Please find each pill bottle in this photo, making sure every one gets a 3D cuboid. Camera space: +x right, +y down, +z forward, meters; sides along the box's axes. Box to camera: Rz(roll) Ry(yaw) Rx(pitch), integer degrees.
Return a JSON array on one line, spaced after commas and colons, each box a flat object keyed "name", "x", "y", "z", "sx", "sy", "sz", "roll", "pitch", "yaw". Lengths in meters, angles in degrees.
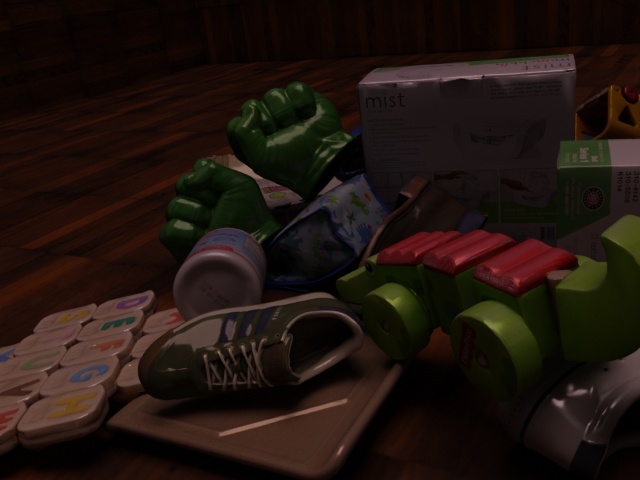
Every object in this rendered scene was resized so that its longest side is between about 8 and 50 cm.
[{"name": "pill bottle", "x": -0.102, "y": 0.035, "z": 0.745, "sx": 0.087, "sy": 0.087, "sz": 0.160, "roll": -7, "pitch": 13, "yaw": 0}]

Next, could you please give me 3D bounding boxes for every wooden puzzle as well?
[{"name": "wooden puzzle", "x": -0.039, "y": 0.131, "z": 0.635, "sx": 0.239, "sy": 0.044, "sz": 0.221, "roll": 0, "pitch": 22, "yaw": 30}]

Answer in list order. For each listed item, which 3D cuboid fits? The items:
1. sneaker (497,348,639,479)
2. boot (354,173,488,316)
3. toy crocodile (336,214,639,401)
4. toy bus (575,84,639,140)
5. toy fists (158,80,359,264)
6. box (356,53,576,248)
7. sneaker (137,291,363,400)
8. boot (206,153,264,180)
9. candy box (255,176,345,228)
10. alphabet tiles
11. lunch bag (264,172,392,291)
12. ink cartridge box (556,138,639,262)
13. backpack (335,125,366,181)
[{"name": "sneaker", "x": 0.258, "y": 0.110, "z": 0.548, "sx": 0.258, "sy": 0.094, "sz": 0.091, "roll": -24, "pitch": 44, "yaw": -26}, {"name": "boot", "x": 0.115, "y": 0.016, "z": 0.804, "sx": 0.106, "sy": 0.082, "sz": 0.219, "roll": 24, "pitch": 56, "yaw": 13}, {"name": "toy crocodile", "x": 0.118, "y": 0.037, "z": 0.546, "sx": 0.115, "sy": 0.105, "sz": 0.340, "roll": -24, "pitch": 13, "yaw": -23}, {"name": "toy bus", "x": 0.507, "y": -0.165, "z": 1.116, "sx": 0.202, "sy": 0.104, "sz": 0.191, "roll": -2, "pitch": -23, "yaw": 28}, {"name": "toy fists", "x": -0.086, "y": -0.079, "z": 0.873, "sx": 0.142, "sy": 0.279, "sz": 0.096, "roll": 39, "pitch": -4, "yaw": 9}, {"name": "box", "x": 0.195, "y": -0.113, "z": 0.913, "sx": 0.262, "sy": 0.231, "sz": 0.127, "roll": 0, "pitch": 23, "yaw": 19}, {"name": "sneaker", "x": -0.051, "y": 0.091, "z": 0.582, "sx": 0.192, "sy": 0.064, "sz": 0.086, "roll": -16, "pitch": 15, "yaw": -21}, {"name": "boot", "x": -0.104, "y": -0.135, "z": 1.258, "sx": 0.204, "sy": 0.095, "sz": 0.262, "roll": -8, "pitch": 25, "yaw": 1}, {"name": "candy box", "x": -0.078, "y": -0.039, "z": 1.028, "sx": 0.234, "sy": 0.071, "sz": 0.159, "roll": -16, "pitch": 23, "yaw": -19}, {"name": "alphabet tiles", "x": -0.256, "y": 0.122, "z": 0.698, "sx": 0.278, "sy": 0.021, "sz": 0.284, "roll": -12, "pitch": 17, "yaw": 2}, {"name": "lunch bag", "x": 0.000, "y": 0.000, "z": 0.879, "sx": 0.151, "sy": 0.096, "sz": 0.129, "roll": -29, "pitch": 6, "yaw": 35}, {"name": "ink cartridge box", "x": 0.359, "y": -0.019, "z": 0.717, "sx": 0.220, "sy": 0.160, "sz": 0.092, "roll": 0, "pitch": 24, "yaw": 20}, {"name": "backpack", "x": 0.056, "y": -0.135, "z": 1.207, "sx": 0.120, "sy": 0.098, "sz": 0.101, "roll": -36, "pitch": 14, "yaw": -37}]
